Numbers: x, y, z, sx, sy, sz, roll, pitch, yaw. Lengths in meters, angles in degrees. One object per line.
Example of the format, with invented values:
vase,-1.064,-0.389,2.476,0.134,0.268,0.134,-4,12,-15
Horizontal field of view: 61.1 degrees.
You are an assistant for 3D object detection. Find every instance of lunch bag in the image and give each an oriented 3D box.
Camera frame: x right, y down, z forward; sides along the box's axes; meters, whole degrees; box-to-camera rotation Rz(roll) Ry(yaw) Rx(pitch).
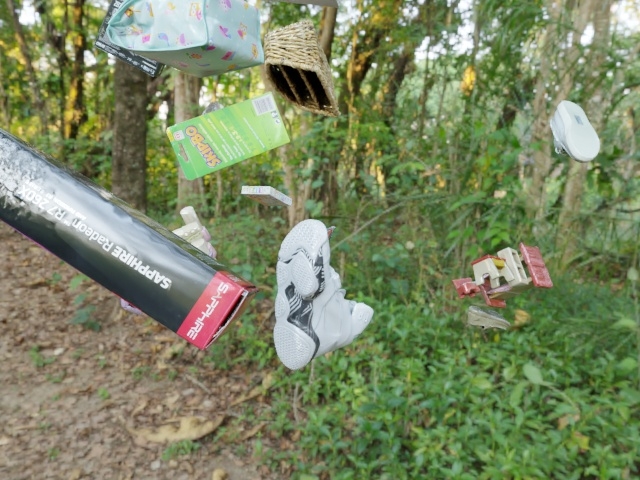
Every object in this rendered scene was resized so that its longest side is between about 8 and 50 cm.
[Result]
lunch bag,-0.287,-0.443,1.163,0.262,0.160,0.223,0,5,27

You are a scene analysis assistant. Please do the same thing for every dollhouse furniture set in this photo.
dollhouse furniture set,0.555,0.103,1.739,0.374,0.152,0.201,11,-33,-42

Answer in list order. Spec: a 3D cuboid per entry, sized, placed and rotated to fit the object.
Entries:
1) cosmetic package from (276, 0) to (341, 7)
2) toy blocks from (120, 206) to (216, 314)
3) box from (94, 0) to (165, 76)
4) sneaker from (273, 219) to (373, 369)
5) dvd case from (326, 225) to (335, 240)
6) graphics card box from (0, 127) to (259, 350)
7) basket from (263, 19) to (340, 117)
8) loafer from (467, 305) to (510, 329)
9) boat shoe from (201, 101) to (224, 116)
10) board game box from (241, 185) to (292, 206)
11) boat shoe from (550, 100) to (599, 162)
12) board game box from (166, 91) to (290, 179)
cosmetic package,-0.051,-0.703,1.478,0.239,0.098,0.060,14,-8,18
toy blocks,-0.424,0.111,1.593,0.289,0.260,0.309,-25,34,-11
box,-0.510,-0.566,1.514,0.180,0.147,0.077,26,15,-11
sneaker,0.012,0.116,1.266,0.210,0.365,0.137,-9,26,-36
dvd case,0.000,0.000,1.834,0.013,0.087,0.119,37,34,21
graphics card box,-0.263,0.001,0.715,0.371,0.094,0.233,34,-5,-1
basket,-0.076,-0.563,1.884,0.214,0.223,0.299,-14,-21,10
loafer,0.463,0.222,1.510,0.148,0.050,0.056,21,15,-21
boat shoe,-0.289,-0.332,1.621,0.095,0.095,0.257,33,15,-36
board game box,-0.174,-0.144,1.776,0.104,0.026,0.154,2,-10,25
boat shoe,0.614,-0.251,1.327,0.079,0.081,0.227,14,46,-5
board game box,-0.206,-0.236,1.225,0.259,0.124,0.039,-26,13,-23
